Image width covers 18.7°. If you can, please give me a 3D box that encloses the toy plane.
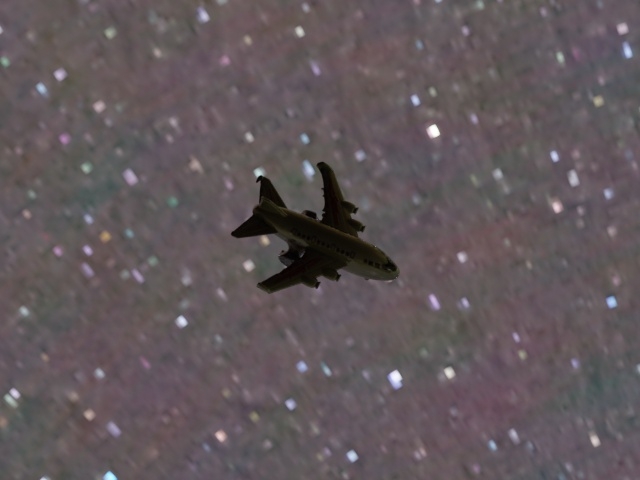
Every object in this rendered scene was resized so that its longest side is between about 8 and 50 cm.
[{"bbox_3d":[0.000,0.000,1.265,0.111,0.040,0.102,27,-113,-1],"label":"toy plane"}]
